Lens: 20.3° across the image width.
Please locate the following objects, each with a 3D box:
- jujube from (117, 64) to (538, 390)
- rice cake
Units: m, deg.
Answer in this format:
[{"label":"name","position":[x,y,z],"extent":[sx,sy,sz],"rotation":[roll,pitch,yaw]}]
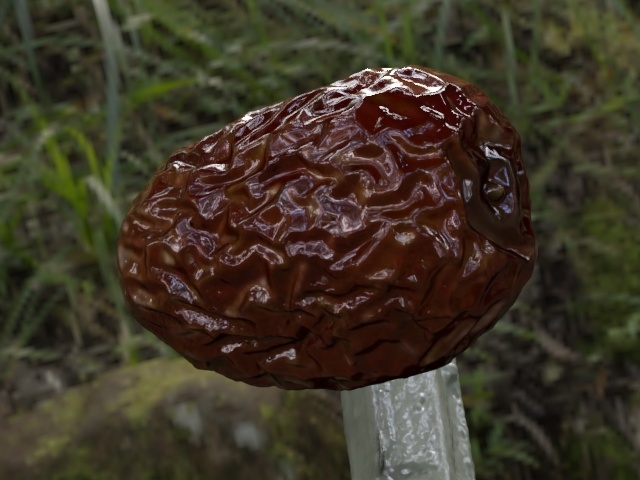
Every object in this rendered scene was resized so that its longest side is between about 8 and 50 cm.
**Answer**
[{"label":"jujube","position":[0.000,0.000,0.685],"extent":[0.176,0.109,0.112],"rotation":[-16,32,41]},{"label":"rice cake","position":[0.044,0.124,0.803],"extent":[0.057,0.052,0.256],"rotation":[3,44,-9]}]
